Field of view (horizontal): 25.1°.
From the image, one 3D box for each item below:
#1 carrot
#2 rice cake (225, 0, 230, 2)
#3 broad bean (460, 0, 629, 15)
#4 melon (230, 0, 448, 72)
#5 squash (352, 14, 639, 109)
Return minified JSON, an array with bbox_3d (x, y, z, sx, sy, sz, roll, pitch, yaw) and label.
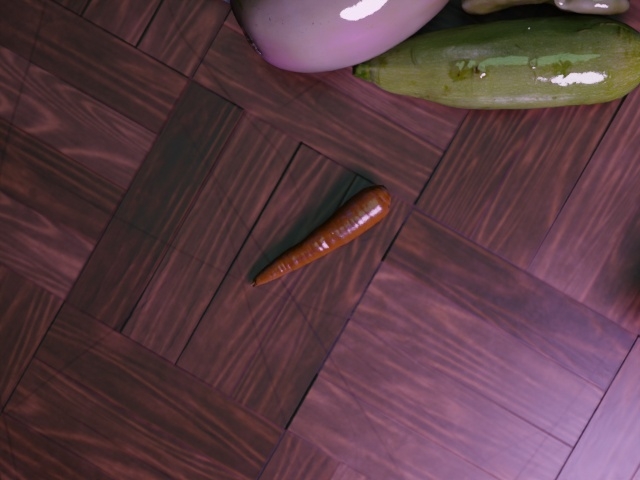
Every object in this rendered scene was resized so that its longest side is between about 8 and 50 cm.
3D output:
[{"bbox_3d":[0.000,0.000,1.841,0.216,0.048,0.048,-35,88,7],"label":"carrot"},{"bbox_3d":[-0.194,-0.386,1.850,0.226,0.040,0.085,27,90,3],"label":"rice cake"},{"bbox_3d":[0.280,-0.315,1.777,0.206,0.153,0.072,3,102,20],"label":"broad bean"},{"bbox_3d":[0.041,-0.335,1.751,0.317,0.223,0.223,-34,88,-2],"label":"melon"},{"bbox_3d":[0.223,-0.219,1.794,0.370,0.118,0.118,-2,89,4],"label":"squash"}]
